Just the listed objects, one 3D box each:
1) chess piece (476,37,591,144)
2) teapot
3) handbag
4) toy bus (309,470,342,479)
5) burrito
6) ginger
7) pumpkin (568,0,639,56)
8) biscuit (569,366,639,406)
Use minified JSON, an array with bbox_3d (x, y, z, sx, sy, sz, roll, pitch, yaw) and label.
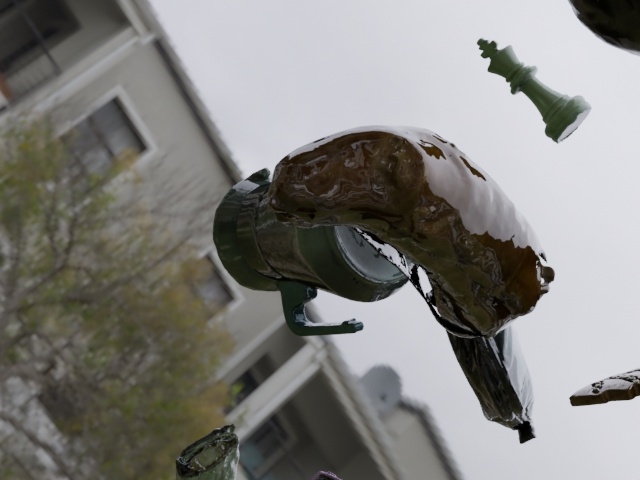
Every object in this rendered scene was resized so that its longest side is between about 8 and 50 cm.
[{"bbox_3d":[0.231,-0.176,1.372,0.149,0.059,0.059,44,-24,15],"label":"chess piece"},{"bbox_3d":[0.000,0.000,1.307,0.225,0.171,0.203,-9,-88,53],"label":"teapot"},{"bbox_3d":[0.173,0.072,1.416,0.191,0.075,0.332,48,20,-72],"label":"handbag"},{"bbox_3d":[0.018,0.218,0.923,0.052,0.037,0.131,27,-24,29],"label":"toy bus"},{"bbox_3d":[-0.110,0.235,1.187,0.044,0.074,0.118,39,-38,30],"label":"burrito"},{"bbox_3d":[0.090,-0.005,0.942,0.133,0.107,0.309,0,-25,33],"label":"ginger"},{"bbox_3d":[0.327,-0.286,1.148,0.163,0.233,0.233,43,-20,54],"label":"pumpkin"},{"bbox_3d":[0.247,0.117,0.996,0.082,0.092,0.016,-35,112,-82],"label":"biscuit"}]
